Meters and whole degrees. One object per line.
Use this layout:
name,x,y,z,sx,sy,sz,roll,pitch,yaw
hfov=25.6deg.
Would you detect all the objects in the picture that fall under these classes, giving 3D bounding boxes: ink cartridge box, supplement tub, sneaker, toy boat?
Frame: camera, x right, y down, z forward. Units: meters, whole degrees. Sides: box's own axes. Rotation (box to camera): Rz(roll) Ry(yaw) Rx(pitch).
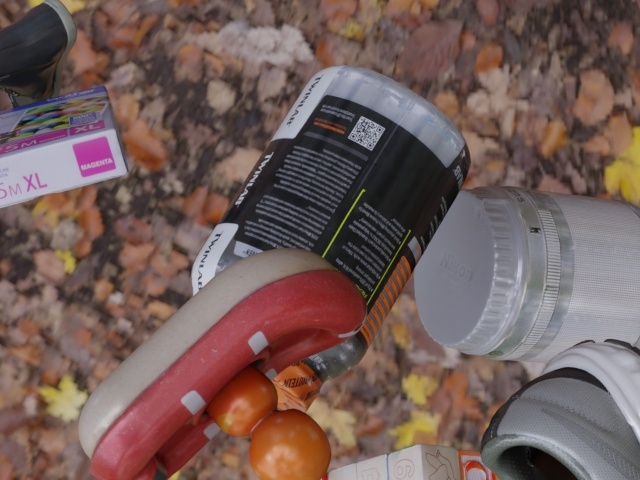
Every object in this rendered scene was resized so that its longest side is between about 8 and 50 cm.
ink cartridge box,-0.324,-0.113,1.618,0.185,0.311,0.065,-15,106,-6
supplement tub,0.000,0.000,1.504,0.207,0.338,0.207,29,162,10
sneaker,0.180,0.182,0.715,0.271,0.108,0.100,53,142,17
sneaker,-0.377,-0.207,1.697,0.083,0.118,0.222,53,150,9
toy boat,-0.051,0.118,1.019,0.231,0.151,0.151,-43,77,-9

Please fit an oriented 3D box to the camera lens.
camera lens,0.285,0.047,1.791,0.274,0.219,0.219,6,123,-25

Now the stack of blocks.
stack of blocks,0.029,0.259,1.280,0.171,0.087,0.297,11,156,-36
